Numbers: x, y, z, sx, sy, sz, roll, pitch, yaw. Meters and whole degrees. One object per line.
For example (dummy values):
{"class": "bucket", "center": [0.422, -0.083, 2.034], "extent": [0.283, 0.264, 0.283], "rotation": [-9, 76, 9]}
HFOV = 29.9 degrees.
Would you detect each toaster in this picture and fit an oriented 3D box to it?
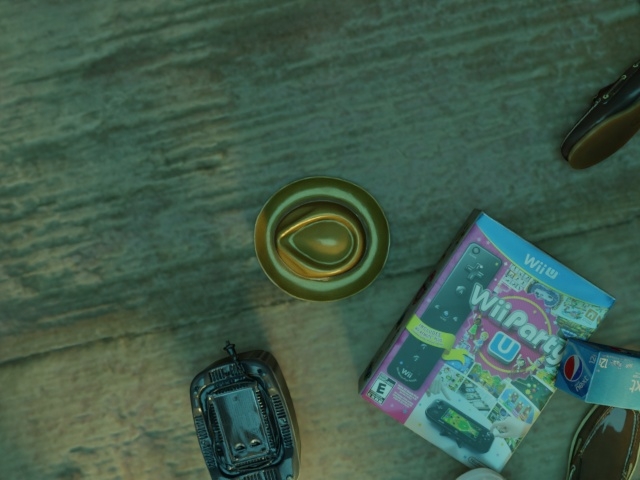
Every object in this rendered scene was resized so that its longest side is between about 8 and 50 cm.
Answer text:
{"class": "toaster", "center": [-0.102, 0.241, 1.654], "extent": [0.129, 0.146, 0.227], "rotation": [-17, 93, 3]}

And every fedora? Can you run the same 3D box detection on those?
{"class": "fedora", "center": [0.000, 0.000, 1.669], "extent": [0.194, 0.079, 0.194], "rotation": [0, 93, 4]}

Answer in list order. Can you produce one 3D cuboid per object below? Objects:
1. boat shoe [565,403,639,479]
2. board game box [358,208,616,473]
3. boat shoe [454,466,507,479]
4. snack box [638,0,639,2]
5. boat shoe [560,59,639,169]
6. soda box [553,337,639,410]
{"class": "boat shoe", "center": [0.383, 0.340, 1.655], "extent": [0.095, 0.095, 0.257], "rotation": [19, 94, 2]}
{"class": "board game box", "center": [0.225, 0.141, 1.656], "extent": [0.224, 0.097, 0.303], "rotation": [33, 94, 0]}
{"class": "boat shoe", "center": [0.260, 0.429, 1.621], "extent": [0.098, 0.096, 0.277], "rotation": [-27, 115, 3]}
{"class": "snack box", "center": [0.458, -0.386, 1.642], "extent": [0.100, 0.037, 0.141], "rotation": [-40, 90, 4]}
{"class": "boat shoe", "center": [0.411, -0.182, 1.646], "extent": [0.207, 0.073, 0.073], "rotation": [-37, 53, 1]}
{"class": "soda box", "center": [0.419, 0.187, 1.609], "extent": [0.210, 0.067, 0.071], "rotation": [13, 96, -30]}
